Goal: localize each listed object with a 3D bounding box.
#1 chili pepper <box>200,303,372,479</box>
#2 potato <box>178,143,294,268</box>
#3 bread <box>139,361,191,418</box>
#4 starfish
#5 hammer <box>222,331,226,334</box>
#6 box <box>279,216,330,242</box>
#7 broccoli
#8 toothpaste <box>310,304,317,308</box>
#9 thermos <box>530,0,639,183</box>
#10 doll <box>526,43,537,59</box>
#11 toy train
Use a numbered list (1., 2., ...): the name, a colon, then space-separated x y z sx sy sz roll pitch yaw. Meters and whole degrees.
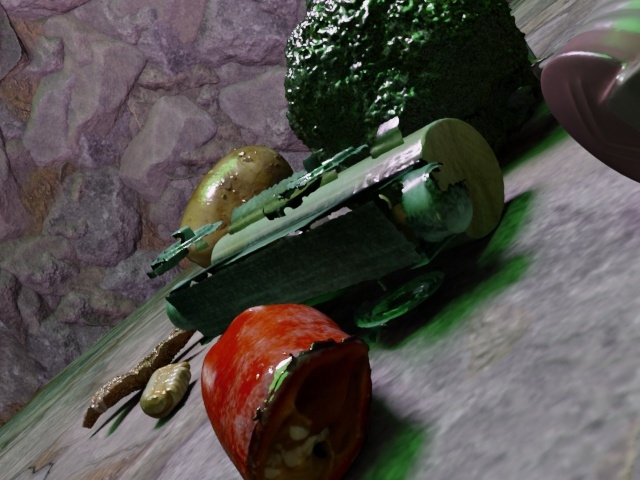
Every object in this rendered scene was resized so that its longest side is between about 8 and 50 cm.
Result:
1. chili pepper: -0.025 0.079 0.392 0.086 0.084 0.192 -25 9 -14
2. potato: -0.166 -0.067 1.425 0.307 0.173 0.210 -51 -23 -26
3. bread: -0.164 0.162 0.740 0.049 0.033 0.088 -25 13 3
4. starfish: -0.243 0.178 0.970 0.227 0.043 0.240 -36 5 11
5. hammer: -0.058 0.010 1.047 0.152 0.044 0.427 -36 9 30
6. box: -0.016 0.001 0.852 0.039 0.055 0.218 -42 9 -9
7. broccoli: 0.095 -0.179 0.718 0.283 0.303 0.321 -9 -8 -33
8. toothpaste: 0.006 0.035 0.673 0.045 0.028 0.170 -19 23 49
9. thermos: 0.223 -0.138 0.304 0.265 0.146 0.176 -49 34 -5
10. doll: 0.137 -0.209 0.930 0.261 0.161 0.177 -37 10 6
11. toy train: -0.004 -0.008 0.531 0.307 0.126 0.189 -25 18 43
